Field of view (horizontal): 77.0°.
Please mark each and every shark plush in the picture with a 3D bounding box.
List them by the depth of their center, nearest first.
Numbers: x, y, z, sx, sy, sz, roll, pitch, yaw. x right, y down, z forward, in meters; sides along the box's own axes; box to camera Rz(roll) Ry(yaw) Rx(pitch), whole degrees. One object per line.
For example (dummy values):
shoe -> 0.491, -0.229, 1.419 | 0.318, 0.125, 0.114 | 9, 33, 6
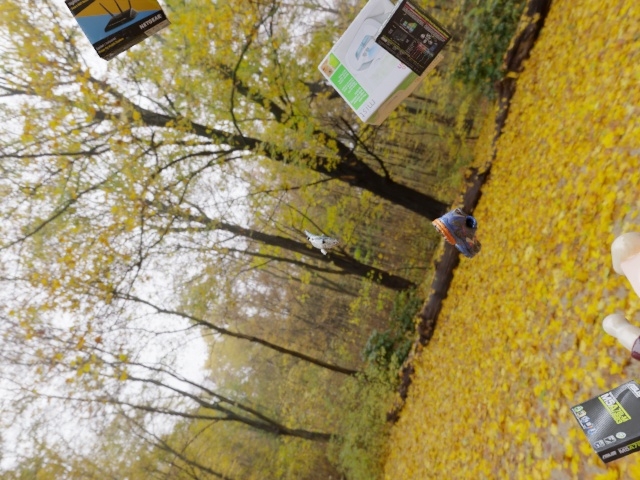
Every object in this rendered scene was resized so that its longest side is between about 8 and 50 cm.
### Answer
shark plush -> 0.000, 0.000, 1.561 | 0.067, 0.161, 0.073 | -41, -54, -26

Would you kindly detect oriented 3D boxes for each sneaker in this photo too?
sneaker -> 0.383, -0.019, 1.060 | 0.087, 0.083, 0.221 | -44, -39, 18

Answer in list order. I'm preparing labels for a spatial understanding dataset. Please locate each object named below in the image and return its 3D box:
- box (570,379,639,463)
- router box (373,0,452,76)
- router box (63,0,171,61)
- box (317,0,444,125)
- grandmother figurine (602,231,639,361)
box -> 0.764, 0.456, 1.025 | 0.184, 0.045, 0.190 | -37, 0, 19
router box -> 0.177, -0.395, 0.778 | 0.092, 0.122, 0.038 | -46, 23, 37
router box -> -0.453, -0.512, 0.907 | 0.133, 0.178, 0.046 | 60, -178, -14
box -> 0.168, -0.506, 1.149 | 0.262, 0.231, 0.126 | -42, -13, 30
grandmother figurine -> 0.437, 0.100, 0.442 | 0.342, 0.207, 0.104 | -66, -41, -58
